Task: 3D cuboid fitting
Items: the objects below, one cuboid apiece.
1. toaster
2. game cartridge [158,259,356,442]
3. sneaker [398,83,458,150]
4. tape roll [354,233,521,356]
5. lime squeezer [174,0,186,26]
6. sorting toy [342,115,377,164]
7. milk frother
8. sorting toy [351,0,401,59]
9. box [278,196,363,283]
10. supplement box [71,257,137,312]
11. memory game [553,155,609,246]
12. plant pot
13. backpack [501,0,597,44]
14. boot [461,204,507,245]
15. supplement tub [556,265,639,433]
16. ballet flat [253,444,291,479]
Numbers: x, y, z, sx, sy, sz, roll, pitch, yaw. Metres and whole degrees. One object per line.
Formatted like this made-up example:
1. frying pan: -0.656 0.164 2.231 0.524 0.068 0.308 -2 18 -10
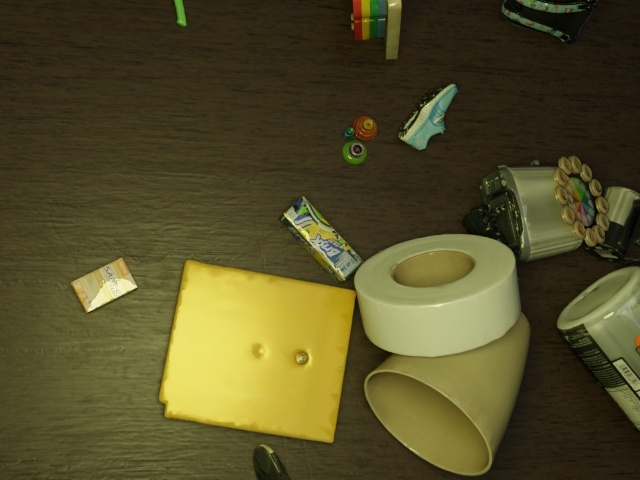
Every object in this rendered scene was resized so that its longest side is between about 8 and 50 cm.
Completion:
1. toaster: 0.416 -0.044 1.570 0.147 0.129 0.226 -9 81 -16
2. game cartridge: -0.113 0.201 1.457 0.324 0.053 0.285 11 79 -8
3. sneaker: 0.224 -0.246 1.605 0.073 0.063 0.162 43 79 -21
4. tape roll: 0.205 0.089 1.417 0.286 0.286 0.100 -19 113 -15
5. lime squeezer: -0.256 -0.575 1.545 0.110 0.059 0.310 20 76 -8
6. sorting toy: 0.075 -0.201 1.564 0.061 0.042 0.101 22 77 -8
7. milk frother: 0.627 -0.015 1.638 0.143 0.129 0.134 42 70 -48
8. sorting toy: 0.096 -0.506 1.518 0.090 0.255 0.257 -4 81 3
9. box: 0.000 0.000 1.505 0.054 0.059 0.169 -43 92 -16
10. supplement box: -0.381 0.080 1.420 0.098 0.036 0.062 -28 88 -16
11. memory game: 0.504 -0.078 1.543 0.186 0.012 0.186 17 63 -39
12. plant pot: 0.261 0.232 1.448 0.256 0.256 0.274 45 60 -2
13. backpack: 0.469 -0.500 1.649 0.173 0.158 0.116 14 69 2
14. boot: 0.306 -0.003 1.571 0.045 0.121 0.099 3 50 -38
15. supplement tub: 0.631 0.234 1.531 0.207 0.207 0.338 -40 91 -15
16. ballet flat: -0.067 0.441 1.433 0.173 0.057 0.049 61 32 2
